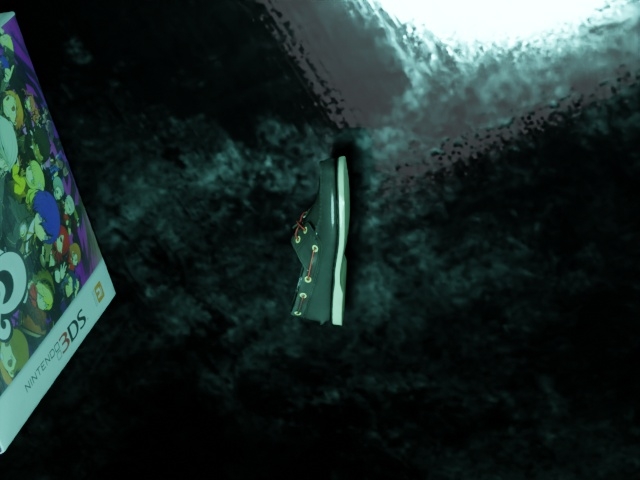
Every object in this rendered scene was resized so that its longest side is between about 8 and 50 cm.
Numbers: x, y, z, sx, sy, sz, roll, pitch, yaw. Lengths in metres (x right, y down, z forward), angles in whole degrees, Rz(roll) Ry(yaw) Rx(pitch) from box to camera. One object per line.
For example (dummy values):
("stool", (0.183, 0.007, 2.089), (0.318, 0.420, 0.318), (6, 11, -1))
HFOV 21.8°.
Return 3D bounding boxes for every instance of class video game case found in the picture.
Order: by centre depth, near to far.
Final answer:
("video game case", (-0.224, -0.008, 1.113), (0.042, 0.210, 0.232), (-7, 115, 20))

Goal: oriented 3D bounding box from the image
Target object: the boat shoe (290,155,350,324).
("boat shoe", (0.000, 0.001, 1.146), (0.042, 0.049, 0.133), (7, 125, 3))
